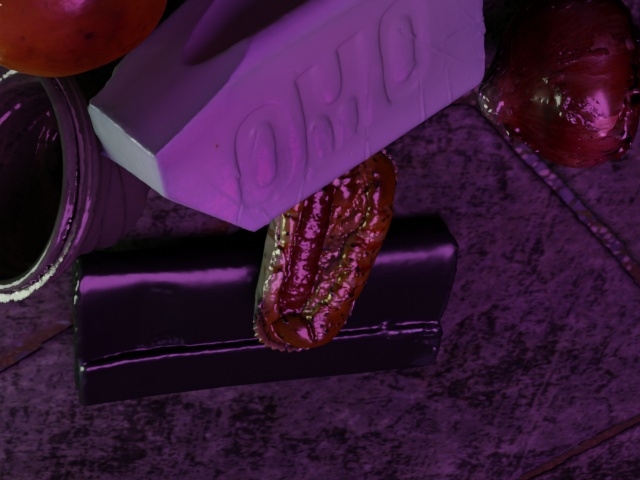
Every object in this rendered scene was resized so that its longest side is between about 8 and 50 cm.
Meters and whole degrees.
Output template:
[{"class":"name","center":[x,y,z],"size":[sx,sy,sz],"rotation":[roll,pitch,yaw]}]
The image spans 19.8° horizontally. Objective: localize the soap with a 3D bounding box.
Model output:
[{"class":"soap","center":[-0.024,-0.146,1.588],"size":[0.347,0.115,0.208],"rotation":[-34,142,-20]}]

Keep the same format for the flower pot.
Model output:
[{"class":"flower pot","center":[-0.245,-0.065,1.676],"size":[0.140,0.235,0.235],"rotation":[-1,143,-48]}]

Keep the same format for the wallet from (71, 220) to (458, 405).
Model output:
[{"class":"wallet","center":[-0.063,0.081,1.976],"size":[0.406,0.062,0.228],"rotation":[-5,137,-10]}]

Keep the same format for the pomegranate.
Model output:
[{"class":"pomegranate","center":[-0.217,-0.234,1.479],"size":[0.209,0.209,0.209],"rotation":[-7,139,-7]}]

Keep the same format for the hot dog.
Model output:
[{"class":"hot dog","center":[0.000,0.000,1.847],"size":[0.131,0.069,0.252],"rotation":[9,114,-19]}]

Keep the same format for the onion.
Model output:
[{"class":"onion","center":[0.219,-0.146,1.706],"size":[0.147,0.184,0.184],"rotation":[-20,141,-18]}]
